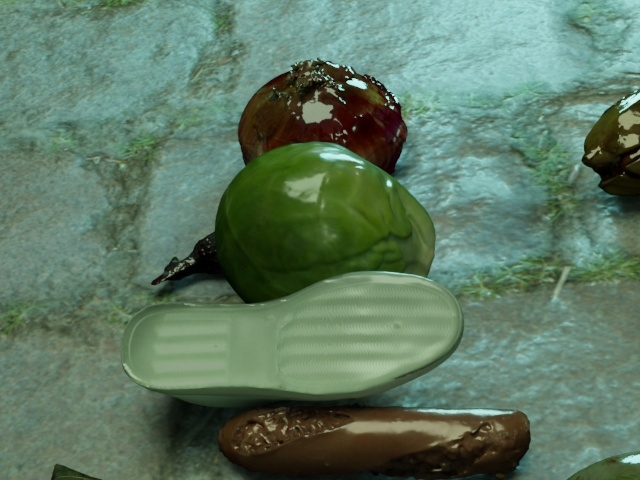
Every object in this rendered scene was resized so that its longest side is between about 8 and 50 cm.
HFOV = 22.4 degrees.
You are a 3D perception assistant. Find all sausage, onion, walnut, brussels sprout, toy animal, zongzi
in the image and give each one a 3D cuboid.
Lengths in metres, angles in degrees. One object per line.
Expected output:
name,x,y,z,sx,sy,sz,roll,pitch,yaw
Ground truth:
sausage,0.051,0.206,1.654,0.327,0.087,0.079,-1,79,9
onion,-0.001,-0.162,2.070,0.230,0.163,0.230,-6,29,3
walnut,0.419,-0.126,1.979,0.245,0.137,0.137,-19,39,-19
brussels sprout,0.000,0.000,1.822,0.244,0.244,0.244,-5,38,4
toy animal,-0.116,0.005,1.955,0.202,0.070,0.105,-26,-3,-10
zongzi,-0.245,0.257,1.691,0.076,0.040,0.083,-1,20,-1

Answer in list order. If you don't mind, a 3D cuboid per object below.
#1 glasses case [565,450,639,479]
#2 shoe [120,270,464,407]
glasses case,0.296,0.353,1.395,0.156,0.098,0.425,-26,35,14
shoe,-0.018,0.119,1.717,0.363,0.160,0.131,-6,73,13
